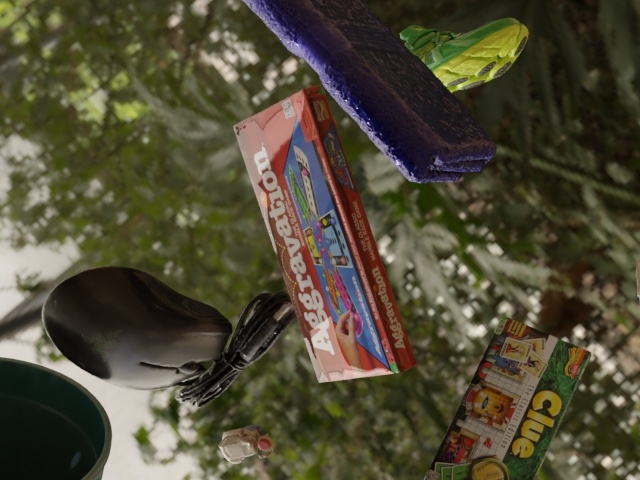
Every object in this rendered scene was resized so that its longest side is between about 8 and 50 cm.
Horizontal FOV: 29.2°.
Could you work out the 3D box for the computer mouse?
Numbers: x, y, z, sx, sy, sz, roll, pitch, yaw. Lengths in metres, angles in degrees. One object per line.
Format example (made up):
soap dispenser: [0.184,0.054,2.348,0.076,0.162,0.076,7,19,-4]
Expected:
computer mouse: [-0.161,0.106,1.273,0.272,0.188,0.072,22,-149,-42]

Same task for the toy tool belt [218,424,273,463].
toy tool belt: [-0.102,0.286,1.769,0.052,0.083,0.051,65,-154,-20]

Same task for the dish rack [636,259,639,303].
dish rack: [0.527,0.154,1.480,0.285,0.333,0.072,22,136,-12]

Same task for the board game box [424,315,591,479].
board game box: [0.258,0.242,1.681,0.136,0.260,0.030,23,163,17]

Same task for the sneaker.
sneaker: [0.172,-0.279,1.855,0.109,0.295,0.124,8,-113,-53]

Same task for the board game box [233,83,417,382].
board game box: [0.000,0.000,1.212,0.145,0.027,0.281,-18,91,58]

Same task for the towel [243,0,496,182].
towel: [0.046,-0.181,1.350,0.308,0.076,0.227,49,-156,14]

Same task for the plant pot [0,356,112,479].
plant pot: [-0.362,0.299,1.270,0.271,0.271,0.255,41,130,48]
